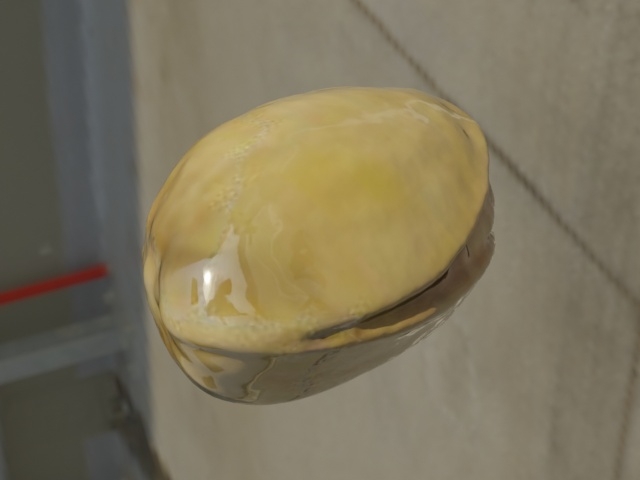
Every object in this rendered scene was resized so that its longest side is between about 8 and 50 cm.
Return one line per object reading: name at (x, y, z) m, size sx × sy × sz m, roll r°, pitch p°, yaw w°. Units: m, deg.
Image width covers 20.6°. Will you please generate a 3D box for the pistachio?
pistachio at (0.000, 0.000, 1.000) m, size 0.181 × 0.293 × 0.162 m, roll 9°, pitch 109°, yaw 28°
